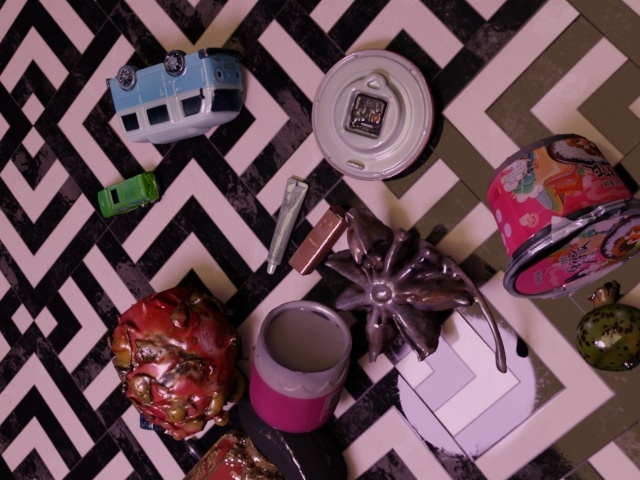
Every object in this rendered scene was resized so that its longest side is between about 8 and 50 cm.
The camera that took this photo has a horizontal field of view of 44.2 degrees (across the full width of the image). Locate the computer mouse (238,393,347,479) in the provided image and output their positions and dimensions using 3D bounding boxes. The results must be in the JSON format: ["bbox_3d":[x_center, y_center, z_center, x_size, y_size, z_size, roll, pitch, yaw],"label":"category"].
[{"bbox_3d":[-0.045,0.378,1.514,0.270,0.137,0.086,44,116,20],"label":"computer mouse"}]

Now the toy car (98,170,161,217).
[{"bbox_3d":[-0.426,-0.099,1.728,0.165,0.062,0.071,-17,86,27],"label":"toy car"}]

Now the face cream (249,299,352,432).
[{"bbox_3d":[-0.037,0.230,1.444,0.175,0.175,0.195,35,139,22],"label":"face cream"}]

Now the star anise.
[{"bbox_3d":[0.148,0.097,1.413,0.316,0.139,0.359,-24,90,43],"label":"star anise"}]

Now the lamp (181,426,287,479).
[{"bbox_3d":[-0.175,0.493,1.577,0.177,0.177,0.274,47,110,18],"label":"lamp"}]

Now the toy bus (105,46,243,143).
[{"bbox_3d":[-0.286,-0.292,1.609,0.271,0.133,0.164,-9,94,30],"label":"toy bus"}]

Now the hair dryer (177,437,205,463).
[{"bbox_3d":[-0.278,0.474,1.709,0.079,0.031,0.083,52,127,6],"label":"hair dryer"}]

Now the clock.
[{"bbox_3d":[0.094,-0.231,1.456,0.244,0.056,0.244,1,92,27],"label":"clock"}]

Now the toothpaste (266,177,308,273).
[{"bbox_3d":[-0.072,-0.026,1.569,0.048,0.029,0.197,21,99,22],"label":"toothpaste"}]

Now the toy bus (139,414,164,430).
[{"bbox_3d":[-0.364,0.332,1.717,0.047,0.065,0.166,0,91,26],"label":"toy bus"}]

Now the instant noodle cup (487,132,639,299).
[{"bbox_3d":[0.372,-0.048,1.229,0.302,0.258,0.181,107,147,-58],"label":"instant noodle cup"}]

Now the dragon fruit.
[{"bbox_3d":[-0.271,0.243,1.570,0.269,0.250,0.291,-28,76,6],"label":"dragon fruit"}]

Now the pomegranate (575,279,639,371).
[{"bbox_3d":[0.465,0.136,1.258,0.122,0.122,0.161,-18,57,27],"label":"pomegranate"}]

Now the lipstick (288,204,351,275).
[{"bbox_3d":[0.000,0.000,1.522,0.045,0.045,0.145,43,110,17],"label":"lipstick"}]
